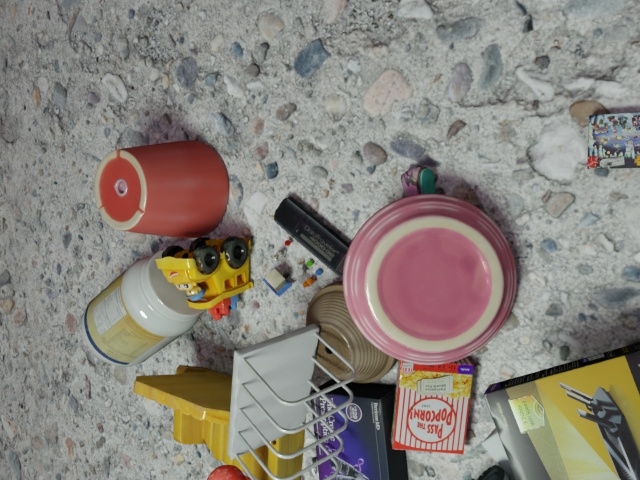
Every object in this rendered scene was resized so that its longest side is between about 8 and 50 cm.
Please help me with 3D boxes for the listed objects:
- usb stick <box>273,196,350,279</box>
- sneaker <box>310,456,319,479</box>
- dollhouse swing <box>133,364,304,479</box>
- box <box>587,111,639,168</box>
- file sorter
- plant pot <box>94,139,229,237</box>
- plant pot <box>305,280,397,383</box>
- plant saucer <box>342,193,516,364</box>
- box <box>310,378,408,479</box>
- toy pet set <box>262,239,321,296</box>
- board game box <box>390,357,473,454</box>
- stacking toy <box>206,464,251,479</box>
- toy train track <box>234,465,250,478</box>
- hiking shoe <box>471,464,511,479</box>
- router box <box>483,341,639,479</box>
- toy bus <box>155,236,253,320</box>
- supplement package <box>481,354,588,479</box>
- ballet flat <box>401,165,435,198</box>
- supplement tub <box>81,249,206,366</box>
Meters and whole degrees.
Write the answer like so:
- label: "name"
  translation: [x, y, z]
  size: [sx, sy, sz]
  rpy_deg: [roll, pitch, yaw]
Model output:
- label: "usb stick"
  translation: [0.000, 0.000, 1.254]
  size: [0.278, 0.045, 0.077]
  rpy_deg: [40, 108, 23]
- label: "sneaker"
  translation: [0.013, 0.574, 1.315]
  size: [0.044, 0.040, 0.109]
  rpy_deg: [-29, 83, 16]
- label: "dollhouse swing"
  translation: [-0.263, 0.473, 1.318]
  size: [0.347, 0.305, 0.315]
  rpy_deg: [10, 100, 30]
- label: "box"
  translation: [0.526, -0.168, 0.913]
  size: [0.137, 0.027, 0.094]
  rpy_deg: [2, 98, 32]
- label: "file sorter"
  translation: [-0.054, 0.348, 1.087]
  size: [0.173, 0.193, 0.277]
  rpy_deg: [34, 126, 42]
- label: "plant pot"
  translation: [-0.414, -0.130, 1.385]
  size: [0.275, 0.243, 0.275]
  rpy_deg: [3, 96, 32]
- label: "plant pot"
  translation: [0.047, 0.216, 1.184]
  size: [0.237, 0.110, 0.237]
  rpy_deg: [13, 112, 33]
- label: "plant saucer"
  translation: [0.207, 0.078, 1.022]
  size: [0.332, 0.084, 0.332]
  rpy_deg: [0, 94, 3]
- label: "box"
  translation: [0.088, 0.458, 1.215]
  size: [0.184, 0.103, 0.261]
  rpy_deg: [-5, 92, 30]
- label: "toy pet set"
  translation: [-0.074, 0.083, 1.314]
  size: [0.114, 0.065, 0.122]
  rpy_deg: [-43, 72, -9]
- label: "board game box"
  translation: [0.226, 0.332, 1.108]
  size: [0.147, 0.045, 0.193]
  rpy_deg: [3, 99, 1]
- label: "stacking toy"
  translation: [-0.162, 0.613, 1.261]
  size: [0.141, 0.141, 0.330]
  rpy_deg: [11, 144, 31]
- label: "toy train track"
  translation: [-0.193, 0.557, 1.306]
  size: [0.048, 0.083, 0.014]
  rpy_deg: [-12, 45, 47]
- label: "hiking shoe"
  translation: [0.308, 0.516, 0.994]
  size: [0.132, 0.113, 0.304]
  rpy_deg: [44, 160, 23]
- label: "router box"
  translation: [0.412, 0.330, 0.784]
  size: [0.243, 0.081, 0.309]
  rpy_deg: [-24, 78, 22]
- label: "toy bus"
  translation: [-0.276, 0.102, 1.344]
  size: [0.149, 0.220, 0.211]
  rpy_deg: [1, 102, 35]
- label: "supplement package"
  translation: [0.436, 0.350, 0.932]
  size: [0.194, 0.149, 0.203]
  rpy_deg: [50, 129, 18]
- label: "ballet flat"
  translation: [0.205, -0.040, 1.110]
  size: [0.079, 0.077, 0.221]
  rpy_deg: [-12, 86, 50]
- label: "supplement tub"
  translation: [-0.465, 0.182, 1.458]
  size: [0.316, 0.228, 0.228]
  rpy_deg: [-35, 77, 30]
